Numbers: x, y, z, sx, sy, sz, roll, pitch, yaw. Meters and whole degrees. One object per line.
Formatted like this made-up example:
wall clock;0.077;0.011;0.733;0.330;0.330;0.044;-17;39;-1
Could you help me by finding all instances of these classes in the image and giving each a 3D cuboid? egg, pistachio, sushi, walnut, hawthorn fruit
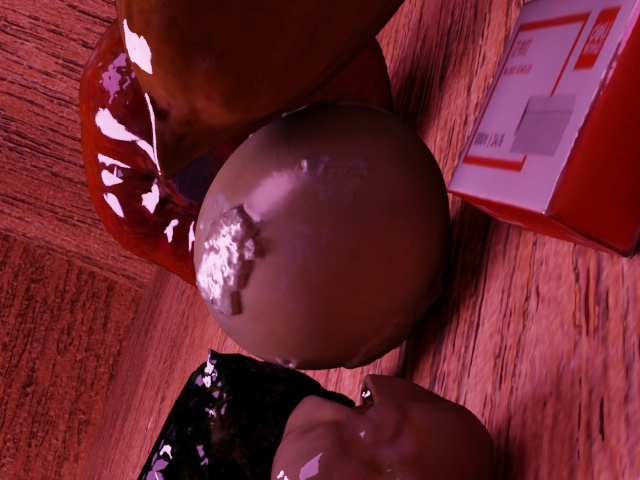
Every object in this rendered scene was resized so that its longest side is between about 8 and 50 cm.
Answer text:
egg;0.003;-0.001;1.034;0.201;0.164;0.164;122;168;-51
pistachio;0.029;0.120;0.791;0.149;0.113;0.113;92;-162;-71
sushi;-0.058;0.179;1.042;0.124;0.127;0.225;123;165;-50
walnut;-0.033;-0.193;0.977;0.209;0.209;0.336;-140;73;-81
hawthorn fruit;-0.073;-0.099;1.422;0.311;0.295;0.295;-104;38;-77

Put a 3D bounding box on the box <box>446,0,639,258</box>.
box;0.126;-0.064;0.829;0.229;0.050;0.123;-144;79;-81
